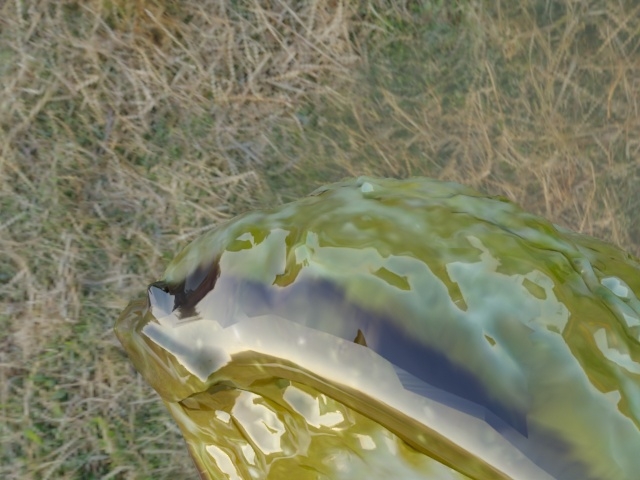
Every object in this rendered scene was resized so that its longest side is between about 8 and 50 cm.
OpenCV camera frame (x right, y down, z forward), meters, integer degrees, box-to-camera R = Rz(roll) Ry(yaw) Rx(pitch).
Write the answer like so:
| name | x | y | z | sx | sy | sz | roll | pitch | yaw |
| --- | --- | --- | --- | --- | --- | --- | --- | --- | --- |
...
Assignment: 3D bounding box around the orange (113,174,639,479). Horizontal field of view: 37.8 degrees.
| name | x | y | z | sx | sy | sz | roll | pitch | yaw |
| --- | --- | --- | --- | --- | --- | --- | --- | --- | --- |
| orange | 0.097 | 0.119 | 0.434 | 0.210 | 0.271 | 0.368 | -36 | 97 | -32 |
